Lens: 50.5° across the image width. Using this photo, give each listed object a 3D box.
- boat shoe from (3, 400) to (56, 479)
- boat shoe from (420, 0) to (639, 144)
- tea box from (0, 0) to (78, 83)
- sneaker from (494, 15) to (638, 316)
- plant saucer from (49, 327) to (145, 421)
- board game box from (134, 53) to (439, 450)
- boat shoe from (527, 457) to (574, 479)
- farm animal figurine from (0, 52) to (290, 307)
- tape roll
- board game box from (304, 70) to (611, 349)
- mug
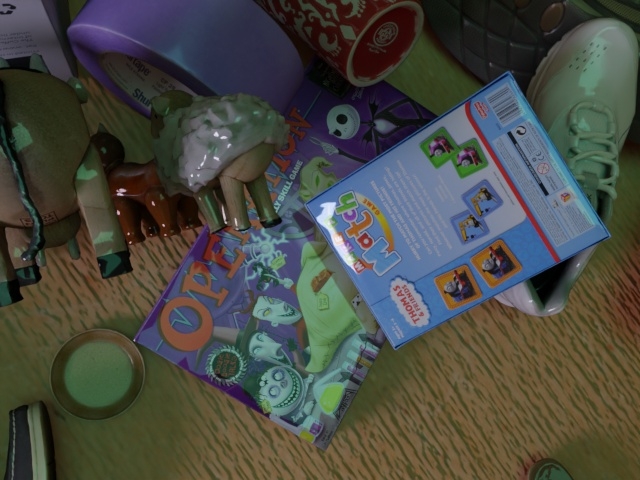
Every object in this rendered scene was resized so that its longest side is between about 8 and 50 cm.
[{"bbox_3d":[-0.258,0.249,0.563,0.073,0.080,0.223,-1,87,-18],"label":"boat shoe"},{"bbox_3d":[0.271,-0.223,0.732,0.355,0.132,0.130,28,52,-6],"label":"boat shoe"},{"bbox_3d":[-0.392,-0.292,0.531,0.329,0.220,0.323,-10,85,-13],"label":"tea box"},{"bbox_3d":[0.244,-0.061,0.646,0.111,0.129,0.297,11,102,-2],"label":"sneaker"},{"bbox_3d":[-0.204,0.123,0.624,0.083,0.015,0.083,2,83,-13],"label":"plant saucer"},{"bbox_3d":[0.000,0.000,0.670,0.208,0.056,0.347,30,78,-3],"label":"board game box"},{"bbox_3d":[0.249,0.296,0.691,0.056,0.048,0.153,-24,82,-2],"label":"boat shoe"},{"bbox_3d":[-0.231,-0.051,0.492,0.330,0.327,0.172,-19,100,-32],"label":"farm animal figurine"},{"bbox_3d":[-0.115,-0.154,0.590,0.189,0.189,0.080,30,77,-7],"label":"tape roll"},{"bbox_3d":[0.114,-0.021,0.600,0.211,0.039,0.160,-31,90,19],"label":"board game box"},{"bbox_3d":[0.022,-0.239,0.643,0.150,0.113,0.169,-27,63,-27],"label":"mug"}]
